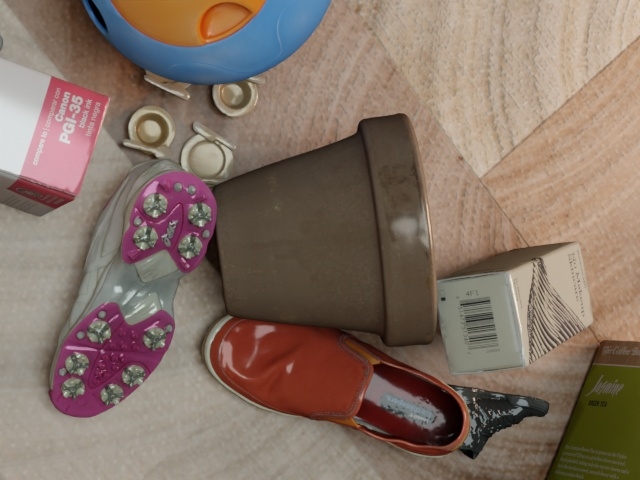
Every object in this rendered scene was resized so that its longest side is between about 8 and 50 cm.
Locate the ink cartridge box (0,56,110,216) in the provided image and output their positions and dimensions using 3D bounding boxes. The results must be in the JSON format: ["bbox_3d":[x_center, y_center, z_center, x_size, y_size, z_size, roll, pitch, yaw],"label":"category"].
[{"bbox_3d":[-0.383,-0.130,1.542,0.283,0.207,0.117,20,80,-18],"label":"ink cartridge box"}]

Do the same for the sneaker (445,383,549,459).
[{"bbox_3d":[0.192,0.224,1.822,0.170,0.051,0.089,10,84,-15],"label":"sneaker"}]

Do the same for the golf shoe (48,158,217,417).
[{"bbox_3d":[-0.215,0.049,1.656,0.115,0.140,0.306,23,102,-30],"label":"golf shoe"}]

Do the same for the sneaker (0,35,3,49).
[{"bbox_3d":[-0.478,-0.327,1.553,0.384,0.145,0.147,39,76,-16],"label":"sneaker"}]

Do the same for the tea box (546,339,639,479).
[{"bbox_3d":[0.468,0.330,1.826,0.329,0.220,0.324,28,79,-17],"label":"tea box"}]

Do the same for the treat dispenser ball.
[{"bbox_3d":[-0.121,-0.311,1.606,0.288,0.288,0.288,1,87,-20],"label":"treat dispenser ball"}]

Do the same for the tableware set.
[{"bbox_3d":[-0.149,-0.148,1.729,0.141,0.020,0.169,20,80,-18],"label":"tableware set"}]

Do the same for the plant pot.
[{"bbox_3d":[0.000,0.000,1.673,0.229,0.263,0.263,-7,90,-3],"label":"plant pot"}]

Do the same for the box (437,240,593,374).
[{"bbox_3d":[0.227,0.074,1.733,0.275,0.094,0.113,-19,98,-63],"label":"box"}]

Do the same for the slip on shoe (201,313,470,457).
[{"bbox_3d":[0.025,0.162,1.724,0.331,0.101,0.123,22,81,-7],"label":"slip on shoe"}]
